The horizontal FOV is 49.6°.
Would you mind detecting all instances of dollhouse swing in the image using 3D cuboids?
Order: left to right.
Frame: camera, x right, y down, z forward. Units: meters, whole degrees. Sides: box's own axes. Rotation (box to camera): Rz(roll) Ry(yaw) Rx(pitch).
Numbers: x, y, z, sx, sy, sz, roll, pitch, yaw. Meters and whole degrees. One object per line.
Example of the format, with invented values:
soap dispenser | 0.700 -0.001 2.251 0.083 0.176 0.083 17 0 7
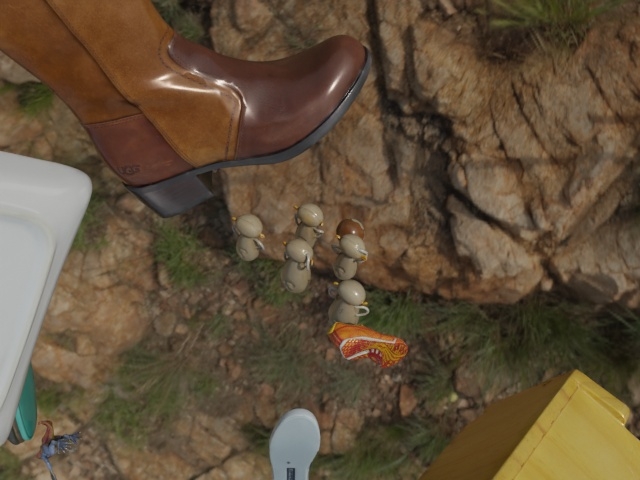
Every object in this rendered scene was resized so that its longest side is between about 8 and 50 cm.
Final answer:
dollhouse swing | 0.372 0.438 1.109 0.305 0.347 0.315 53 136 5

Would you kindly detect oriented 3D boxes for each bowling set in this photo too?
bowling set | 0.000 0.000 1.223 0.287 0.200 0.154 33 153 11

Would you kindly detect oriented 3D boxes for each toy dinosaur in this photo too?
toy dinosaur | -0.342 0.259 0.886 0.082 0.047 0.090 -17 107 33

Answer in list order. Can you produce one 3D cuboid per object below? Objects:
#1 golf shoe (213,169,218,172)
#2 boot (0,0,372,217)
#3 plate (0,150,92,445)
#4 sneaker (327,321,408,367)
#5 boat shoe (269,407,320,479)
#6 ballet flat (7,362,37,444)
golf shoe | -0.154 -0.196 1.110 0.068 0.086 0.186 13 116 -37
boot | -0.122 -0.179 0.580 0.264 0.096 0.280 -25 130 14
plate | -0.321 0.055 0.517 0.045 0.277 0.277 26 98 38
sneaker | 0.085 0.169 1.164 0.175 0.067 0.064 26 108 -44
boat shoe | -0.039 0.275 0.943 0.065 0.083 0.183 5 123 -5
ballet flat | -0.377 0.108 0.781 0.096 0.095 0.280 3 113 -10
